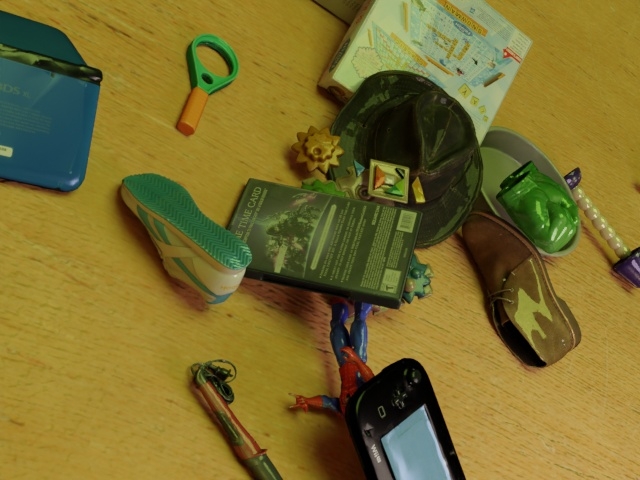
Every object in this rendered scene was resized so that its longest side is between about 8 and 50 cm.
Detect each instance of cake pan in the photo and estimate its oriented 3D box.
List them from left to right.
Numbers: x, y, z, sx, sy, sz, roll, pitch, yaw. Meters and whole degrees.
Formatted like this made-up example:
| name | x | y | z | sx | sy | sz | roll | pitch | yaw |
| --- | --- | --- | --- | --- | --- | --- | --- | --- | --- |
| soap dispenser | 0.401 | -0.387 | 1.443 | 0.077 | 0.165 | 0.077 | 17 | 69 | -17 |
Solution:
| name | x | y | z | sx | sy | sz | roll | pitch | yaw |
| --- | --- | --- | --- | --- | --- | --- | --- | --- | --- |
| cake pan | 0.385 | -0.087 | 2.156 | 0.293 | 0.054 | 0.293 | 25 | 46 | -28 |

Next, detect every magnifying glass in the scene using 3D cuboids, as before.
| name | x | y | z | sx | sy | sz | roll | pitch | yaw |
| --- | --- | --- | --- | --- | --- | --- | --- | --- | --- |
| magnifying glass | -0.185 | -0.250 | 1.768 | 0.092 | 0.026 | 0.231 | 34 | 43 | -20 |

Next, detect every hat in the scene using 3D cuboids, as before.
| name | x | y | z | sx | sy | sz | roll | pitch | yaw |
| --- | --- | --- | --- | --- | --- | --- | --- | --- | --- |
| hat | 0.179 | -0.154 | 1.888 | 0.331 | 0.134 | 0.331 | 8 | 73 | -28 |

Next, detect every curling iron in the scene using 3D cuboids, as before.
| name | x | y | z | sx | sy | sz | roll | pitch | yaw |
| --- | --- | --- | --- | --- | --- | --- | --- | --- | --- |
| curling iron | -0.083 | 0.270 | 1.459 | 0.068 | 0.035 | 0.274 | -25 | 79 | -49 |

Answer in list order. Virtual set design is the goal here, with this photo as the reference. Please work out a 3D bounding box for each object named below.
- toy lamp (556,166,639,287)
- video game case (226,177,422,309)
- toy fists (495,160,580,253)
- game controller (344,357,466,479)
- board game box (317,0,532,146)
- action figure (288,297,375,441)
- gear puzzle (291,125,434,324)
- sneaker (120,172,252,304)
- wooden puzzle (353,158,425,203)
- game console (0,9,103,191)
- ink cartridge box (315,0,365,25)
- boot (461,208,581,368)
| name | x | y | z | sx | sy | sz | roll | pitch | yaw |
| --- | --- | --- | --- | --- | --- | --- | --- | --- | --- |
| toy lamp | 0.586 | -0.024 | 2.278 | 0.274 | 0.080 | 0.080 | 53 | 40 | 2 |
| video game case | 0.000 | 0.000 | 1.636 | 0.274 | 0.026 | 0.196 | 11 | 44 | 8 |
| toy fists | 0.396 | -0.061 | 1.980 | 0.142 | 0.096 | 0.279 | 52 | 15 | -2 |
| game controller | 0.132 | 0.327 | 1.529 | 0.166 | 0.067 | 0.319 | -32 | 105 | -52 |
| board game box | 0.199 | -0.328 | 2.043 | 0.319 | 0.066 | 0.318 | 35 | 72 | -19 |
| action figure | 0.023 | 0.152 | 1.584 | 0.139 | 0.092 | 0.280 | 24 | 52 | -50 |
| gear puzzle | 0.054 | -0.045 | 1.762 | 0.176 | 0.044 | 0.338 | -17 | 70 | -17 |
| sneaker | -0.199 | -0.006 | 1.528 | 0.229 | 0.092 | 0.087 | 43 | 38 | 21 |
| wooden puzzle | 0.111 | -0.096 | 1.780 | 0.116 | 0.014 | 0.078 | 5 | 60 | -16 |
| game console | -0.461 | -0.210 | 1.478 | 0.293 | 0.173 | 0.250 | 12 | 84 | -36 |
| ink cartridge box | 0.097 | -0.561 | 2.187 | 0.272 | 0.130 | 0.309 | 31 | 44 | -23 |
| boot | 0.334 | 0.084 | 1.947 | 0.115 | 0.112 | 0.305 | -31 | 85 | -38 |
